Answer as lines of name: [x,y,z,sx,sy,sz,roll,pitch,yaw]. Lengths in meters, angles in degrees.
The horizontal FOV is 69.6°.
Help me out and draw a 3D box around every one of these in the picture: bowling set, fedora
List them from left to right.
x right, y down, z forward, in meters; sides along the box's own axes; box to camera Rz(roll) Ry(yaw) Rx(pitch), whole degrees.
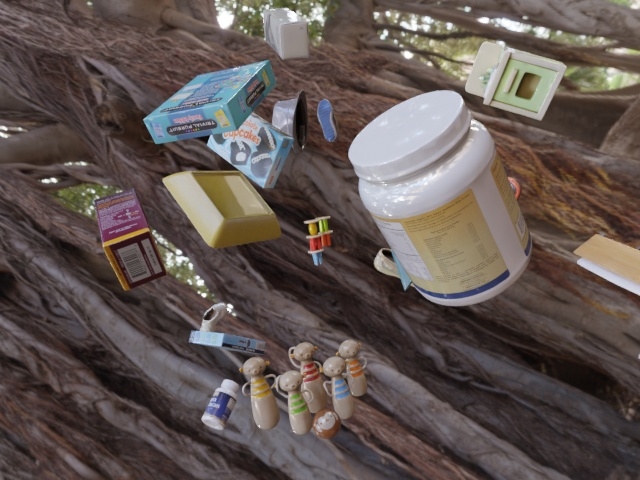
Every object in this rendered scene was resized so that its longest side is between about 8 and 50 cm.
fedora: [-0.135,-0.514,1.999,0.275,0.124,0.244,82,-163,-51]
bowling set: [-0.003,0.295,0.944,0.287,0.200,0.154,-14,-88,-20]

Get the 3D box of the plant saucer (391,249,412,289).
plant saucer: [0.300,0.086,1.687,0.018,0.192,0.067,1,-41,-17]

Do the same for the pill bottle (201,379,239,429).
pill bottle: [-0.380,0.630,1.778,0.094,0.094,0.169,87,-160,-47]

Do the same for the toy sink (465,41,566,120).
toy sink: [0.550,-0.461,1.325,0.131,0.234,0.153,-53,-18,-57]

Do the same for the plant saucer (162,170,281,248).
plant saucer: [-0.319,-0.136,1.598,0.333,0.333,0.081,-11,-36,-52]

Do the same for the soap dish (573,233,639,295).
soap dish: [0.943,0.086,1.357,0.291,0.229,0.118,-120,48,-70]

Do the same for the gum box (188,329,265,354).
gum box: [-0.288,0.313,1.418,0.157,0.184,0.041,24,-112,-40]

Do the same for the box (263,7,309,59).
box: [-0.119,-0.698,1.545,0.094,0.275,0.113,-11,-54,-13]

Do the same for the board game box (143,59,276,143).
board game box: [-0.299,-0.397,1.307,0.336,0.254,0.079,-70,-31,-49]

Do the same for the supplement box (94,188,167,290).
supplement box: [-0.359,-0.008,0.866,0.081,0.188,0.104,-21,-52,-18]

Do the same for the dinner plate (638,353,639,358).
dinner plate: [0.847,0.252,1.128,0.141,0.017,0.141,-25,-16,-8]

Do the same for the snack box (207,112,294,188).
snack box: [-0.248,-0.337,1.584,0.060,0.322,0.187,-5,-53,-54]

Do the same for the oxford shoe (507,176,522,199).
oxford shoe: [0.463,-0.095,1.226,0.098,0.097,0.271,-30,-16,-19]

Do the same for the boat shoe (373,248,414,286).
boat shoe: [0.377,0.113,1.923,0.098,0.302,0.109,108,-176,-52]

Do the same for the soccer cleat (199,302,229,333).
soccer cleat: [-0.408,0.301,1.685,0.076,0.068,0.196,6,-54,-51]

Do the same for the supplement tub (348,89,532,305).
supplement tub: [0.206,-0.066,0.789,0.228,0.228,0.316,-52,-57,-28]

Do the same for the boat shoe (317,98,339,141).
boat shoe: [0.036,-0.490,1.903,0.066,0.066,0.183,6,-107,-61]

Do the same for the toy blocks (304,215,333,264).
toy blocks: [0.000,0.000,1.531,0.123,0.054,0.148,-19,-76,-56]
